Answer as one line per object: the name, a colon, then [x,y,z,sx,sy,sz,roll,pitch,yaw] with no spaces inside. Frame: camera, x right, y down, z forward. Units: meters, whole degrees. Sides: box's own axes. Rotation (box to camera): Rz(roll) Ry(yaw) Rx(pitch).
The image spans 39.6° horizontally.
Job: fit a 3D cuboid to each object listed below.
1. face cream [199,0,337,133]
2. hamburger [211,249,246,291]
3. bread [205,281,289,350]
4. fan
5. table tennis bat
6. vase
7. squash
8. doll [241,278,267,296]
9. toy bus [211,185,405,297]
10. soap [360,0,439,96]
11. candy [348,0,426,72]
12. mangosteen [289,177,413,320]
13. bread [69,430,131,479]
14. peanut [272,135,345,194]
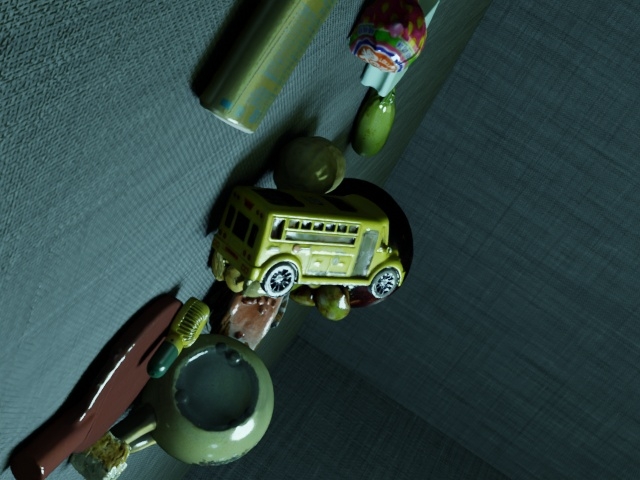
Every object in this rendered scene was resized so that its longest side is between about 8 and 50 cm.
face cream: [-0.031,-0.256,0.996,0.285,0.067,0.139,-57,175,6]
hamburger: [-0.131,0.015,1.562,0.138,0.083,0.147,-47,169,-27]
bread: [-0.149,0.123,1.785,0.224,0.142,0.212,-59,-172,17]
fan: [-0.228,0.159,1.422,0.155,0.039,0.082,-57,174,-39]
table tennis bat: [-0.320,0.229,1.346,0.268,0.051,0.415,-61,174,29]
vase: [-0.260,0.327,1.673,0.329,0.241,0.302,-20,165,-22]
squash: [0.124,-0.271,2.073,0.094,0.094,0.341,-55,176,-17]
doll: [-0.104,0.060,1.536,0.093,0.051,0.061,-82,-168,-48]
toy bus: [0.000,0.000,1.465,0.331,0.145,0.151,3,112,-39]
soap: [0.156,-0.395,1.765,0.119,0.066,0.198,-55,174,-35]
candy: [0.167,-0.452,1.500,0.124,0.124,0.365,94,20,-78]
mangosteen: [0.036,0.024,1.973,0.347,0.307,0.307,-37,165,-28]
bread: [-0.372,0.369,1.500,0.070,0.083,0.077,-44,167,-49]
peanut: [-0.018,-0.123,1.595,0.125,0.111,0.274,-53,174,10]
